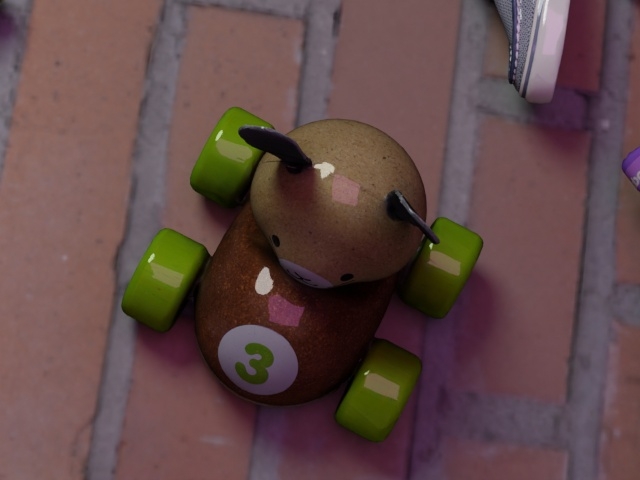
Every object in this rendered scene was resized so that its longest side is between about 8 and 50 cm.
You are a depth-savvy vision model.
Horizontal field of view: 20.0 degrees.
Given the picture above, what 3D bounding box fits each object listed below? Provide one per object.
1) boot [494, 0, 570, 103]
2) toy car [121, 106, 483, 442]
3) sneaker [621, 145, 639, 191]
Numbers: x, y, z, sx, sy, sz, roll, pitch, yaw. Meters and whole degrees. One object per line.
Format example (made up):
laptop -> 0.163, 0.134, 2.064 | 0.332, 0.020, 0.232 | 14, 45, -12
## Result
boot -> 0.096, -0.166, 1.012 | 0.086, 0.069, 0.190 | 5, 67, 1
toy car -> 0.000, 0.000, 0.889 | 0.155, 0.188, 0.149 | 28, 74, 0
sneaker -> 0.210, 0.033, 0.961 | 0.161, 0.102, 0.282 | 31, 64, 5
